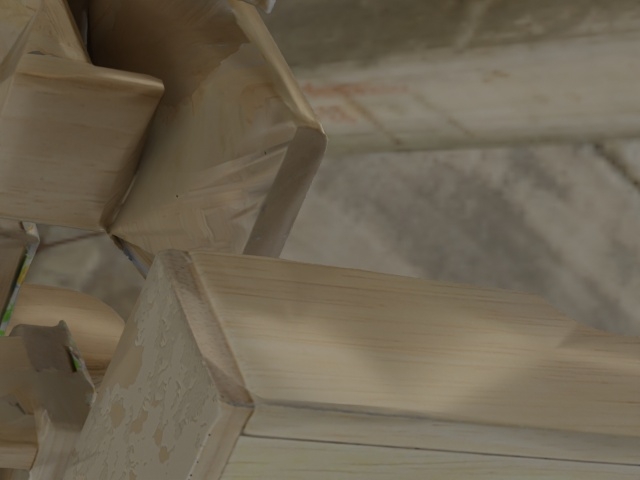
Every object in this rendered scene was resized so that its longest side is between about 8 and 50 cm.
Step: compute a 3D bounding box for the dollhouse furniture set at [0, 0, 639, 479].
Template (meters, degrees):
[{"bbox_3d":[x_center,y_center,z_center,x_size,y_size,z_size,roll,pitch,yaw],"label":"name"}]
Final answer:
[{"bbox_3d":[0.000,0.000,0.664,0.256,0.394,0.362,8,-58,-27],"label":"dollhouse furniture set"}]
